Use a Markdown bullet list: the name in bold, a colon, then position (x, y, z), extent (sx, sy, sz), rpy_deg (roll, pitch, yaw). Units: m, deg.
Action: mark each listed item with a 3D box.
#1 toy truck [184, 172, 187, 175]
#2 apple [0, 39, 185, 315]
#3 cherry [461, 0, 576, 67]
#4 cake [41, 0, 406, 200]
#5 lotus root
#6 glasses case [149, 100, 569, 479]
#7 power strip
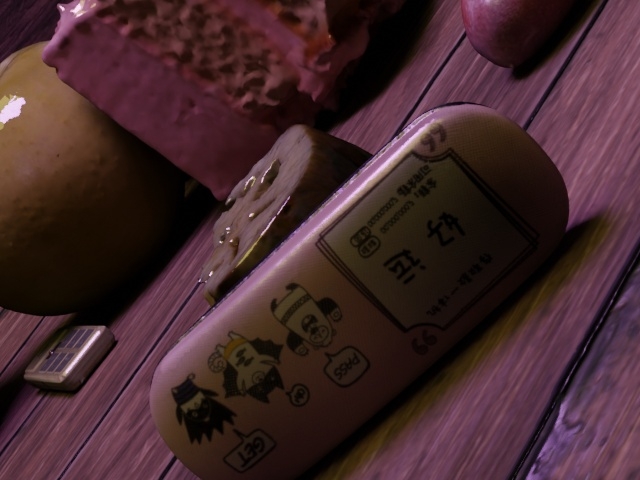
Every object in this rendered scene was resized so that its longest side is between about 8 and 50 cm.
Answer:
- **toy truck**: position (-0.216, -0.111, 2.182), extent (0.252, 0.114, 0.107), rpy_deg (-33, 19, 45)
- **apple**: position (-0.282, -0.057, 1.945), extent (0.295, 0.258, 0.233), rpy_deg (-44, 18, -5)
- **cherry**: position (0.160, -0.203, 1.455), extent (0.106, 0.087, 0.126), rpy_deg (-39, 14, 40)
- **cake**: position (-0.081, -0.256, 1.867), extent (0.307, 0.293, 0.314), rpy_deg (-44, 11, 28)
- **lotus root**: position (0.000, 0.000, 1.318), extent (0.138, 0.119, 0.235), rpy_deg (-48, 13, 20)
- **glasses case**: position (0.020, 0.041, 1.157), extent (0.314, 0.122, 0.075), rpy_deg (-42, 11, 15)
- **power strip**: position (-0.264, 0.121, 1.891), extent (0.076, 0.028, 0.169), rpy_deg (-53, 16, -18)
